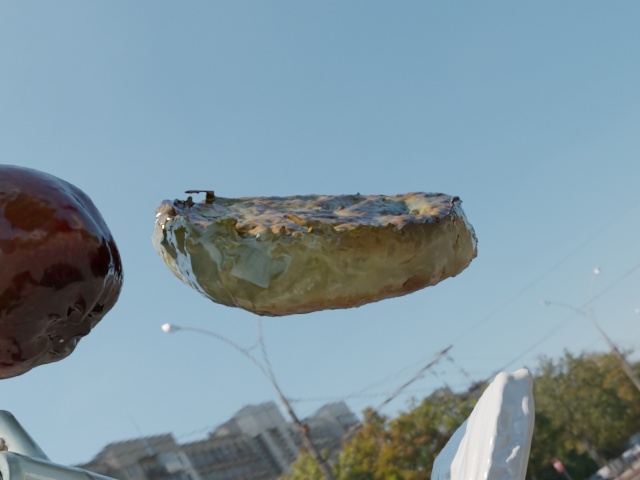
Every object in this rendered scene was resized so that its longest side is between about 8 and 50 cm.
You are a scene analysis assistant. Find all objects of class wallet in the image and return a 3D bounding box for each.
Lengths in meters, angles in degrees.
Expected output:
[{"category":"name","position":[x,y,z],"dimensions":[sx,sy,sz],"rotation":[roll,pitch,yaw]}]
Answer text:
[{"category":"wallet","position":[0.070,0.146,0.458],"dimensions":[0.183,0.032,0.124],"rotation":[95,-166,-63]}]

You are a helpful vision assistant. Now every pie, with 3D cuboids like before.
[{"category":"pie","position":[0.000,0.000,0.788],"dimensions":[0.315,0.092,0.315],"rotation":[-3,8,0]}]

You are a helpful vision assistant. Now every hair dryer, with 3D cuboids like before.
[{"category":"hair dryer","position":[-0.165,0.126,0.485],"dimensions":[0.082,0.137,0.047],"rotation":[32,-95,-42]}]

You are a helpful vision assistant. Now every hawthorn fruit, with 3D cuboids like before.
[{"category":"hawthorn fruit","position":[-0.256,0.013,0.704],"dimensions":[0.169,0.188,0.169],"rotation":[-46,-15,-17]}]
